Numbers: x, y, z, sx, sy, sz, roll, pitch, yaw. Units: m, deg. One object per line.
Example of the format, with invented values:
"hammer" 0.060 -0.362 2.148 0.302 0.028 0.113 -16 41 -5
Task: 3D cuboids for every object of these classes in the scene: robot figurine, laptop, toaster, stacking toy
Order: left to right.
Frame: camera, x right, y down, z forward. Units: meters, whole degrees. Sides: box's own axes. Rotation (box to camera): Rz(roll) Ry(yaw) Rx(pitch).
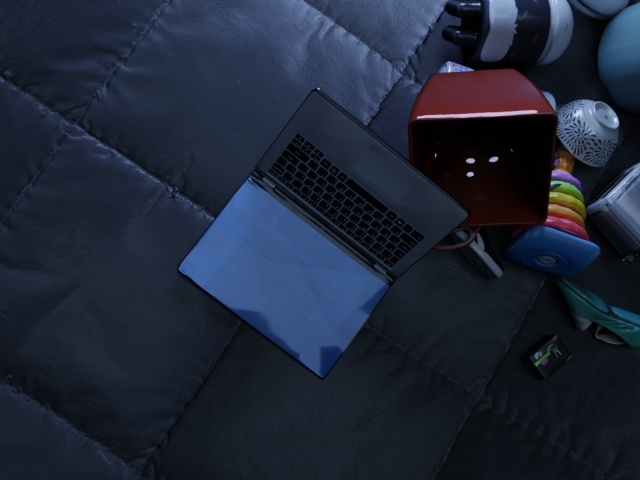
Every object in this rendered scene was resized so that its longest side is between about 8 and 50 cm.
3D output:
"laptop" 0.000 0.000 1.528 0.382 0.408 0.236 38 45 -6
"robot figurine" 0.413 -0.473 1.721 0.278 0.209 0.173 1 60 -10
"stacking toy" 0.513 -0.088 1.700 0.166 0.175 0.302 19 67 -6
"toaster" 0.697 -0.068 1.732 0.227 0.129 0.146 -42 87 -12

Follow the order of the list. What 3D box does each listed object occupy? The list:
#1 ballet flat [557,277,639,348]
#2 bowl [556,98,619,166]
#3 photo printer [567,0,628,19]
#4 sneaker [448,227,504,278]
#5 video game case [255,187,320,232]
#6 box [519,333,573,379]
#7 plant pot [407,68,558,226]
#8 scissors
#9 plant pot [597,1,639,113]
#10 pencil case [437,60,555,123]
"ballet flat" 0.607 0.170 1.700 0.247 0.083 0.087 26 110 -6
"bowl" 0.604 -0.255 1.730 0.170 0.080 0.170 17 53 -24
"photo printer" 0.611 -0.670 1.774 0.256 0.107 0.307 17 76 -39
"sneaker" 0.342 -0.030 1.680 0.121 0.079 0.217 -44 89 -11
"video game case" -0.061 -0.091 1.649 0.166 0.015 0.119 -14 84 -12
"box" 0.484 0.250 1.678 0.083 0.052 0.062 -37 89 -15
"plant pot" 0.312 -0.203 1.571 0.267 0.267 0.235 -2 43 7
"scissors" 0.363 -0.048 1.631 0.297 0.021 0.109 -9 77 2
"plant pot" 0.802 -0.409 1.671 0.341 0.334 0.341 -2 96 -22
"pencil case" 0.374 -0.299 1.714 0.273 0.113 0.124 16 123 -9
